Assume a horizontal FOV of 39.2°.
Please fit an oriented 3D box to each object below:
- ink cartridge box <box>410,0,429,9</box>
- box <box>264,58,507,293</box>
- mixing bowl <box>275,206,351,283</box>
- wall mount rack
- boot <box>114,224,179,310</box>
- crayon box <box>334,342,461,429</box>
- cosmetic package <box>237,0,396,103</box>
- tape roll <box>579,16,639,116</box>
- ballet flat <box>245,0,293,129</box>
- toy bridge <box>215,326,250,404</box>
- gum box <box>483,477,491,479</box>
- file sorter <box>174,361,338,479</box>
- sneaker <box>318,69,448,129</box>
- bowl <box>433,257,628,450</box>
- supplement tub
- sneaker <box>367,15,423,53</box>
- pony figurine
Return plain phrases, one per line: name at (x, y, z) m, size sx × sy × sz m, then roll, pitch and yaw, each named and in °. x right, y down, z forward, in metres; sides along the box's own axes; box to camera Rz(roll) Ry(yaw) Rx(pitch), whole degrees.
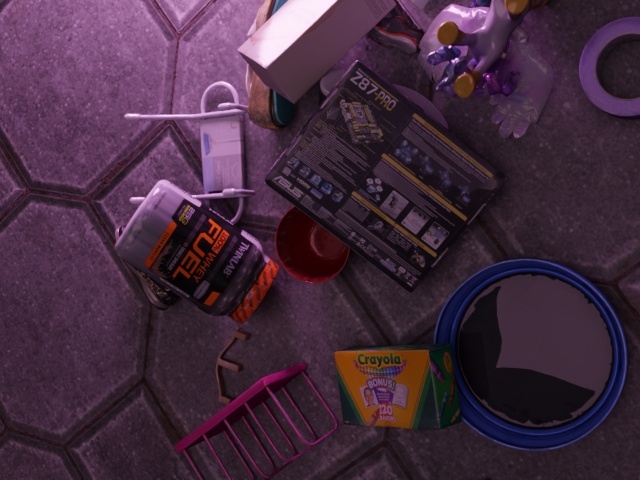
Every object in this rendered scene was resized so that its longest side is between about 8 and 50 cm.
ink cartridge box at (0.205, -0.678, 1.927) m, size 0.239 × 0.060 × 0.275 m, roll 36°, pitch 107°, yaw -6°
box at (0.131, -0.131, 1.860) m, size 0.395 × 0.097 × 0.318 m, roll 36°, pitch 103°, yaw -7°
mixing bowl at (0.000, 0.000, 2.018) m, size 0.181 × 0.098 × 0.182 m, roll 3°, pitch 98°, yaw 24°
wall mount rack at (-0.304, -0.203, 2.139) m, size 0.304 × 0.130 × 0.350 m, roll -3°, pitch 90°, yaw 28°
boot at (-0.384, 0.032, 2.210) m, size 0.178 × 0.085 × 0.236 m, roll -33°, pitch 85°, yaw 20°
crayon box at (0.161, 0.309, 1.918) m, size 0.278 × 0.081 × 0.165 m, roll -9°, pitch 88°, yaw 46°
cosmetic package at (-0.009, -0.454, 1.916) m, size 0.309 × 0.113 × 0.160 m, roll -44°, pitch 39°, yaw -4°
tape roll at (0.603, -0.331, 1.741) m, size 0.188 × 0.080 × 0.189 m, roll 1°, pitch 93°, yaw 25°
ballet flat at (-0.117, -0.428, 2.057) m, size 0.123 × 0.123 × 0.349 m, roll 6°, pitch 95°, yaw 25°
toy bridge at (-0.220, 0.300, 2.174) m, size 0.063 × 0.026 × 0.188 m, roll 17°, pitch 99°, yaw 25°
gum box at (0.364, 0.603, 1.870) m, size 0.062 × 0.107 × 0.188 m, roll -36°, pitch 78°, yaw 22°
file sorter at (-0.136, 0.445, 2.045) m, size 0.290 × 0.202 × 0.182 m, roll -39°, pitch 78°, yaw 21°
sneaker at (0.127, -0.266, 1.963) m, size 0.295 × 0.147 × 0.105 m, roll 20°, pitch 62°, yaw -4°
bowl at (0.428, 0.230, 1.844) m, size 0.391 × 0.077 × 0.391 m, roll 1°, pitch 92°, yaw 24°
supplement tub at (-0.276, 0.032, 2.042) m, size 0.338 × 0.207 × 0.207 m, roll 33°, pitch 107°, yaw -9°
sneaker at (0.157, -0.463, 1.966) m, size 0.158 × 0.061 × 0.065 m, roll 30°, pitch 77°, yaw 20°
pony figurine at (0.338, -0.391, 1.753) m, size 0.302 × 0.363 × 0.351 m, roll 37°, pitch 122°, yaw 12°
